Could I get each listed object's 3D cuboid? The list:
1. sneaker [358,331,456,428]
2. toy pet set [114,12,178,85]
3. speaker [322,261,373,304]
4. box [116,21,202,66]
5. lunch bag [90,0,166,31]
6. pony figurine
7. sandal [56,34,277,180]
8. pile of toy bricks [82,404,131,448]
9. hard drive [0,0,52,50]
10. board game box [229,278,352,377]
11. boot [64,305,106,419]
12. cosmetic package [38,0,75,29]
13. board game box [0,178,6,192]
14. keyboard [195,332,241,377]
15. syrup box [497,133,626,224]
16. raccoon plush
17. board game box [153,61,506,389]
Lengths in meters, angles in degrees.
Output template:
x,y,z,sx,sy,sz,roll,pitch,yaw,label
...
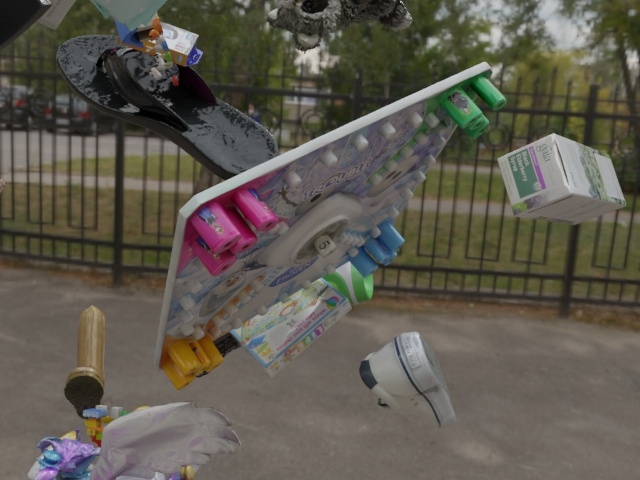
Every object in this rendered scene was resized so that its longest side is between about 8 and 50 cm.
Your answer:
x,y,z,sx,sy,sz,roll,pitch,yaw,label
0.114,0.189,0.927,0.091,0.094,0.258,-20,-36,10,sneaker
-0.266,-0.298,1.064,0.065,0.114,0.122,-17,-14,-8,toy pet set
-0.041,0.090,1.548,0.297,0.131,0.131,-7,8,15,speaker
-0.272,-0.346,1.226,0.136,0.028,0.081,16,41,-7,box
-0.223,-0.399,0.781,0.223,0.262,0.160,36,-9,-37,lunch bag
-0.256,0.348,0.965,0.351,0.302,0.363,-9,7,0,pony figurine
-0.270,-0.268,1.289,0.446,0.107,0.167,30,57,2,sandal
-0.330,0.360,1.258,0.213,0.105,0.118,3,-6,12,pile of toy bricks
-0.674,-0.441,1.371,0.255,0.172,0.054,-35,31,5,hard drive
-0.046,0.114,1.034,0.154,0.026,0.103,-39,48,-15,board game box
-0.586,0.283,1.784,0.089,0.236,0.269,1,52,-15,boot
-0.703,-0.754,1.562,0.394,0.329,0.327,21,32,-48,cosmetic package
-0.693,-0.100,1.091,0.291,0.232,0.141,-6,47,29,board game box
-0.144,0.179,1.342,0.317,0.033,0.201,-29,-13,-28,keyboard
0.374,-0.088,1.089,0.096,0.093,0.237,-24,-18,38,syrup box
0.072,-0.566,1.831,0.446,0.299,0.216,32,9,-48,raccoon plush
0.000,0.000,0.820,0.390,0.050,0.390,-29,-18,-29,board game box
